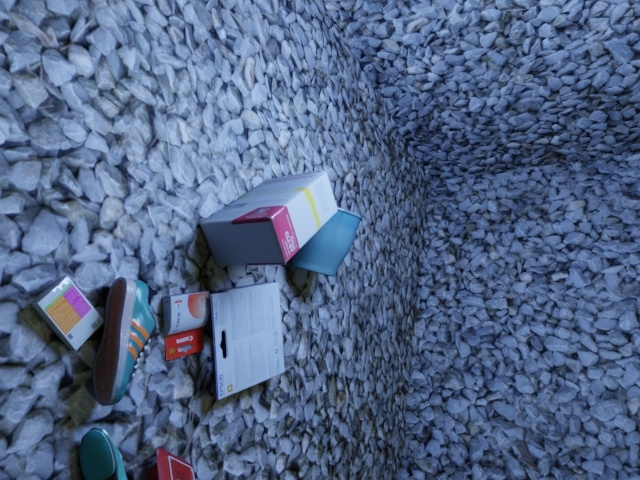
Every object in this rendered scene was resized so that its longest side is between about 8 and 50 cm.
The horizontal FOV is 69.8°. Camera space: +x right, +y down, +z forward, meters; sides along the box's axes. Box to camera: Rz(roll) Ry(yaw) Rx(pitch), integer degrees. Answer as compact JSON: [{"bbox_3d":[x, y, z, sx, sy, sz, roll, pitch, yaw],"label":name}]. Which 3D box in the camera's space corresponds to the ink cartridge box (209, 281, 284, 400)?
[{"bbox_3d":[-0.249,0.313,1.505,0.330,0.071,0.324,-2,89,-55],"label":"ink cartridge box"}]

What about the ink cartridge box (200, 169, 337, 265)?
[{"bbox_3d":[-0.152,-0.078,1.509,0.384,0.279,0.160,-47,126,-50],"label":"ink cartridge box"}]

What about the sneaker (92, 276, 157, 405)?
[{"bbox_3d":[-0.463,0.246,1.125,0.121,0.108,0.302,25,64,-50],"label":"sneaker"}]

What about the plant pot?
[{"bbox_3d":[0.000,0.000,1.792,0.272,0.272,0.255,18,87,-57],"label":"plant pot"}]

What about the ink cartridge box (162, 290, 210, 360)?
[{"bbox_3d":[-0.382,0.241,1.321,0.145,0.045,0.179,-2,85,-58],"label":"ink cartridge box"}]

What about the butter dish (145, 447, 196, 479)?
[{"bbox_3d":[-0.399,0.648,1.182,0.160,0.118,0.160,56,-2,-40],"label":"butter dish"}]

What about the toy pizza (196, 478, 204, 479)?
[{"bbox_3d":[-0.373,0.773,1.275,0.201,0.032,0.201,12,76,-56],"label":"toy pizza"}]

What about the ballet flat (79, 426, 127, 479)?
[{"bbox_3d":[-0.491,0.549,1.066,0.087,0.083,0.247,109,-38,-83],"label":"ballet flat"}]

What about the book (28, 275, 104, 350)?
[{"bbox_3d":[-0.568,0.164,1.039,0.144,0.035,0.096,67,33,-28],"label":"book"}]
